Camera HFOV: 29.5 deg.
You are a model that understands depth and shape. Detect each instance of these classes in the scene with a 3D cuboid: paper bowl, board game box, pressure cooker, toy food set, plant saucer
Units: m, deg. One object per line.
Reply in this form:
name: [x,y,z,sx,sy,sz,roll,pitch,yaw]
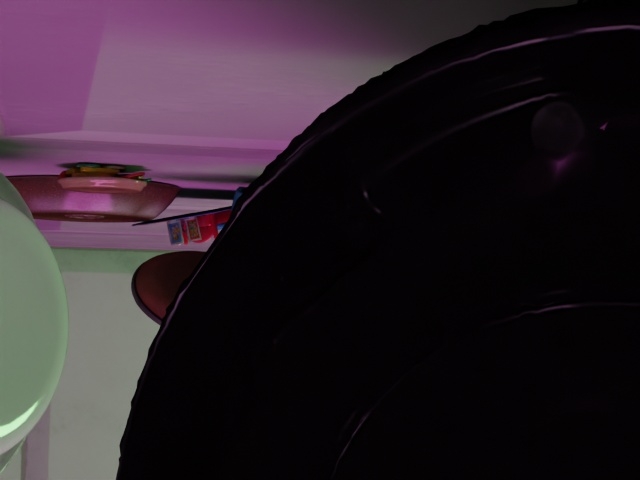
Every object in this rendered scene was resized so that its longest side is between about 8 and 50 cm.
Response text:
paper bowl: [-0.303,0.065,0.922,0.148,0.284,0.284,-1,176,28]
board game box: [-0.124,-0.017,1.354,0.168,0.033,0.133,-11,-176,-19]
pressure cooker: [0.160,0.104,0.508,0.375,0.370,0.420,-31,166,22]
toy food set: [-0.195,-0.055,1.100,0.083,0.020,0.082,4,176,-36]
plant saucer: [-0.247,-0.041,1.273,0.198,0.036,0.198,2,176,0]

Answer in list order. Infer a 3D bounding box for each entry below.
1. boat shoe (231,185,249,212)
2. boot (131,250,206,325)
boat shoe: [0.000,0.000,1.271,0.089,0.109,0.258,1,179,26]
boot: [-0.023,0.018,1.089,0.264,0.096,0.280,20,150,-7]
